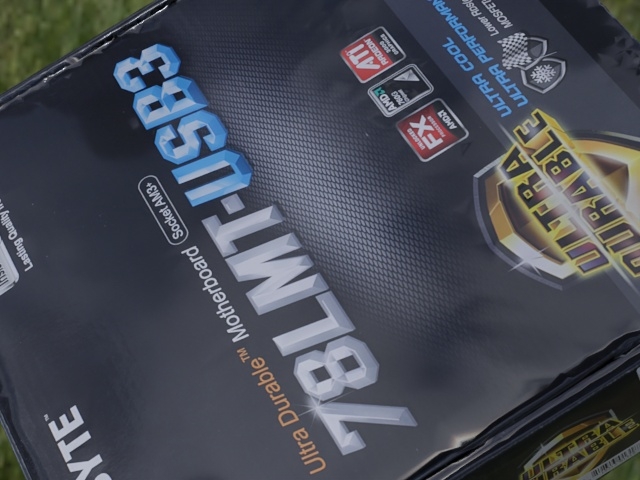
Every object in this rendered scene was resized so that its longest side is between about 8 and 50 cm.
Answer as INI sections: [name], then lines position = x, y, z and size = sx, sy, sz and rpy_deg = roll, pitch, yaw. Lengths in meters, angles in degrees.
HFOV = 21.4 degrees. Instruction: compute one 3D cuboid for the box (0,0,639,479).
[box]
position = 0.000, 0.000, 0.695
size = 0.293, 0.073, 0.295
rpy_deg = -31, 51, -2
